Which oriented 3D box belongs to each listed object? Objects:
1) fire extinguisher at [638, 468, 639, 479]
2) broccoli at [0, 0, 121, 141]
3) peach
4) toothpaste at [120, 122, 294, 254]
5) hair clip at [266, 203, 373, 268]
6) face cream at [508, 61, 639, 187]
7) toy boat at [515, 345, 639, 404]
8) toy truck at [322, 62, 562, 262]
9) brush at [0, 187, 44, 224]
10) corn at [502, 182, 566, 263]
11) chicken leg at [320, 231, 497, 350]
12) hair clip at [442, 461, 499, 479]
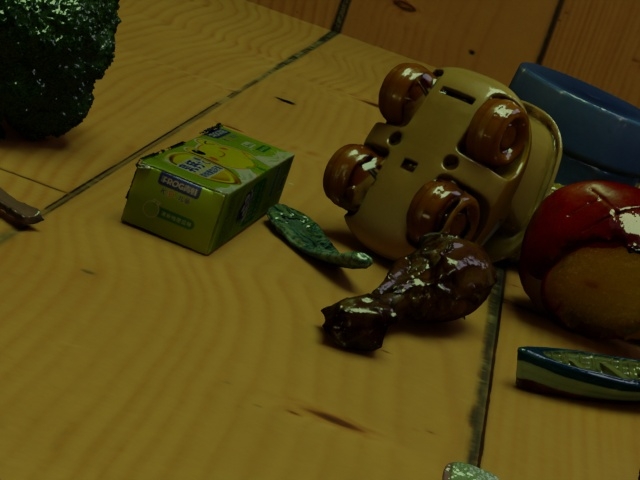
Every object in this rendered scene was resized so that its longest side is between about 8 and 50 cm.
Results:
[{"bbox_3d":[0.384,0.234,1.386,0.177,0.050,0.062,16,-23,-15],"label":"fire extinguisher"},{"bbox_3d":[-0.392,-0.258,1.814,0.283,0.303,0.321,1,-24,40],"label":"broccoli"},{"bbox_3d":[0.349,0.028,1.786,0.196,0.190,0.226,11,19,-35],"label":"peach"},{"bbox_3d":[-0.126,-0.067,1.767,0.110,0.077,0.327,23,16,7],"label":"toothpaste"},{"bbox_3d":[-0.001,0.002,1.751,0.066,0.036,0.229,15,9,-30],"label":"hair clip"},{"bbox_3d":[0.375,-0.125,2.294,0.249,0.225,0.249,21,15,-6],"label":"face cream"},{"bbox_3d":[0.292,0.145,1.587,0.229,0.046,0.080,8,19,-33],"label":"toy boat"},{"bbox_3d":[0.162,-0.091,1.874,0.204,0.288,0.211,26,-8,34],"label":"toy truck"},{"bbox_3d":[-0.396,-0.093,1.583,0.301,0.071,0.084,36,37,29],"label":"brush"},{"bbox_3d":[0.344,-0.011,2.044,0.345,0.131,0.131,14,16,-18],"label":"corn"},{"bbox_3d":[0.090,0.061,1.590,0.113,0.093,0.304,7,16,31],"label":"chicken leg"},{"bbox_3d":[0.126,0.215,1.185,0.054,0.022,0.137,18,15,-5],"label":"hair clip"}]
